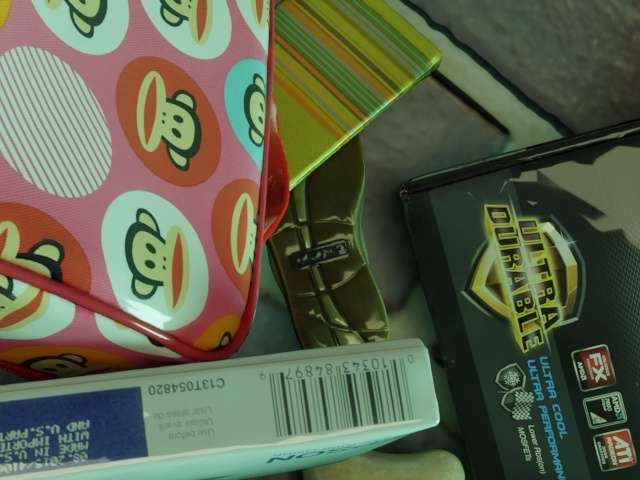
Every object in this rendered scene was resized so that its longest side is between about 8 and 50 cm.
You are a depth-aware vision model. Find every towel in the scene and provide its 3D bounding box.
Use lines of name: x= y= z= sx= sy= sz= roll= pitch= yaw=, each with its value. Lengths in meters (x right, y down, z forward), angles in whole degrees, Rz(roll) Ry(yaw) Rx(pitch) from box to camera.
towel: x=-0.044 y=-0.068 z=0.624 sx=0.237 sy=0.021 sz=0.102 roll=-41 pitch=71 yaw=-12

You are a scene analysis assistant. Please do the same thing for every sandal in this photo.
sandal: x=0.000 y=0.000 z=0.635 sx=0.072 sy=0.049 sz=0.180 roll=-11 pitch=76 yaw=-3

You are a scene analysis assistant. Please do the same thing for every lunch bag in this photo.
lunch bag: x=-0.111 y=-0.081 z=0.501 sx=0.258 sy=0.120 sz=0.293 roll=31 pitch=51 yaw=-42

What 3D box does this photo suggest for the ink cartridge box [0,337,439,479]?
ink cartridge box: x=-0.081 y=0.104 z=0.524 sx=0.223 sy=0.224 sz=0.045 roll=-5 pitch=74 yaw=-16

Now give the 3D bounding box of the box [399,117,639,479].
box: x=0.227 y=0.067 z=0.638 sx=0.293 sy=0.073 sz=0.295 roll=-14 pitch=95 yaw=11

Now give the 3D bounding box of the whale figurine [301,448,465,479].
whale figurine: x=0.021 y=0.260 z=0.619 sx=0.216 sy=0.141 sz=0.272 roll=5 pitch=65 yaw=9
